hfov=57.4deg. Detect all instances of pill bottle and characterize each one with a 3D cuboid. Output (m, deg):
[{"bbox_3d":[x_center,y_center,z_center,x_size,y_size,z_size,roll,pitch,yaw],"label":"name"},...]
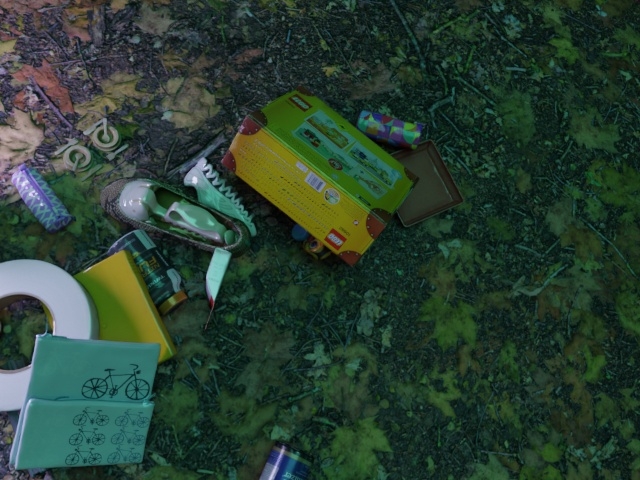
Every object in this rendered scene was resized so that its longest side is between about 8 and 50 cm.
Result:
[{"bbox_3d":[-0.112,0.680,1.610,0.122,0.123,0.219,26,69,-5],"label":"pill bottle"},{"bbox_3d":[-0.491,0.098,1.687,0.130,0.130,0.246,-38,85,-21],"label":"pill bottle"}]

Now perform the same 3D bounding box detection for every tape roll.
[{"bbox_3d":[-0.778,0.242,1.511,0.391,0.072,0.393,1,72,-4],"label":"tape roll"}]

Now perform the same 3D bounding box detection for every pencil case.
[{"bbox_3d":[-0.808,-0.118,1.696,0.086,0.088,0.206,-38,85,-23],"label":"pencil case"},{"bbox_3d":[0.238,-0.381,2.013,0.236,0.104,0.105,14,70,3],"label":"pencil case"}]

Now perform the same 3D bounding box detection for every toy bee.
[{"bbox_3d":[0.000,0.000,1.824,0.195,0.162,0.299,18,73,-52],"label":"toy bee"}]

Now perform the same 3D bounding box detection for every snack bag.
[{"bbox_3d":[-0.574,0.408,1.474,0.322,0.037,0.343,12,95,-32],"label":"snack bag"}]

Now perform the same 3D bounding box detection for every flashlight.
[{"bbox_3d":[-0.759,0.458,1.529,0.103,0.103,0.304,-33,77,24],"label":"flashlight"}]

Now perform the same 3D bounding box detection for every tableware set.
[{"bbox_3d":[-0.704,-0.290,1.800,0.128,0.039,0.194,45,69,2],"label":"tableware set"}]

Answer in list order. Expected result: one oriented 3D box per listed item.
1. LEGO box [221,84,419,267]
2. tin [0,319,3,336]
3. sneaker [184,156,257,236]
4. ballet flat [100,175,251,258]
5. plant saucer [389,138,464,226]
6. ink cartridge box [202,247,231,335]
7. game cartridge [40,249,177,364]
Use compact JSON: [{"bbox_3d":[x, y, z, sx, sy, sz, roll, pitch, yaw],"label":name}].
[{"bbox_3d":[0.014,-0.214,1.784,0.500,0.193,0.372,39,36,2],"label":"LEGO box"},{"bbox_3d":[-0.946,0.209,1.589,0.106,0.040,0.190,-37,85,-17],"label":"tin"},{"bbox_3d":[-0.307,-0.117,1.826,0.118,0.110,0.292,-39,91,2],"label":"sneaker"},{"bbox_3d":[-0.427,-0.085,1.701,0.482,0.182,0.164,21,79,0],"label":"ballet flat"},{"bbox_3d":[0.334,-0.196,2.031,0.258,0.048,0.259,-22,80,-20],"label":"plant saucer"},{"bbox_3d":[-0.319,0.150,1.688,0.056,0.181,0.225,21,71,-6],"label":"ink cartridge box"},{"bbox_3d":[-0.584,0.231,1.604,0.285,0.052,0.324,-27,83,4],"label":"game cartridge"}]
